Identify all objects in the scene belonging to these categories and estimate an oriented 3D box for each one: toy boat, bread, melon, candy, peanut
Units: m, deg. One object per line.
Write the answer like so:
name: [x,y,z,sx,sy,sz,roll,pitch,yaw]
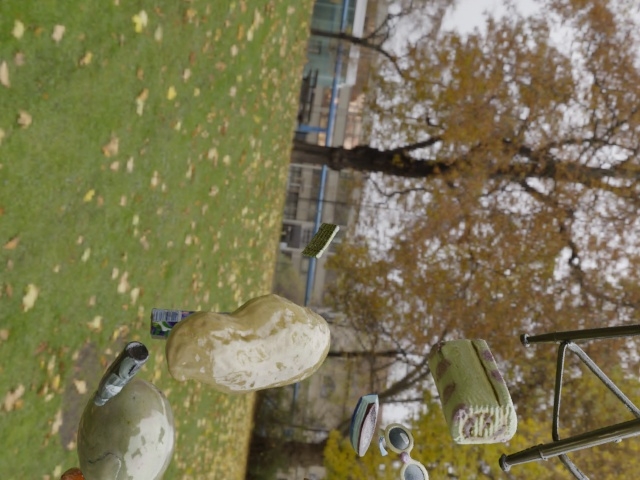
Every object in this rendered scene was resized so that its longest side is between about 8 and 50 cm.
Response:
toy boat: [0.000,0.000,1.951,0.115,0.063,0.016,-56,132,-22]
bread: [0.428,0.426,2.004,0.338,0.187,0.155,-97,-173,-65]
melon: [-0.525,0.542,1.913,0.268,0.268,0.330,105,-22,-57]
toy boat: [0.120,0.515,1.935,0.046,0.080,0.229,-124,-144,-49]
candy: [-0.346,0.256,2.080,0.061,0.312,0.088,108,-16,-59]
peanut: [-0.135,0.207,1.409,0.169,0.387,0.192,31,-66,41]

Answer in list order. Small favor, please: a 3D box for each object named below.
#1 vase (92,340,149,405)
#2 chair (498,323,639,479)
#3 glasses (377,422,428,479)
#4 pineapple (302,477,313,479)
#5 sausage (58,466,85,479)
vase: [-0.465,0.311,1.601,0.211,0.060,0.060,-47,-155,29]
chair: [0.633,0.340,1.324,0.410,0.362,0.364,-35,-164,39]
glasses: [0.220,0.594,1.871,0.220,0.088,0.189,82,-13,-64]
pineapple: [-0.093,0.583,1.338,0.119,0.277,0.130,18,-51,45]
sausage: [-0.644,0.774,2.074,0.097,0.348,0.094,-49,-141,-17]
